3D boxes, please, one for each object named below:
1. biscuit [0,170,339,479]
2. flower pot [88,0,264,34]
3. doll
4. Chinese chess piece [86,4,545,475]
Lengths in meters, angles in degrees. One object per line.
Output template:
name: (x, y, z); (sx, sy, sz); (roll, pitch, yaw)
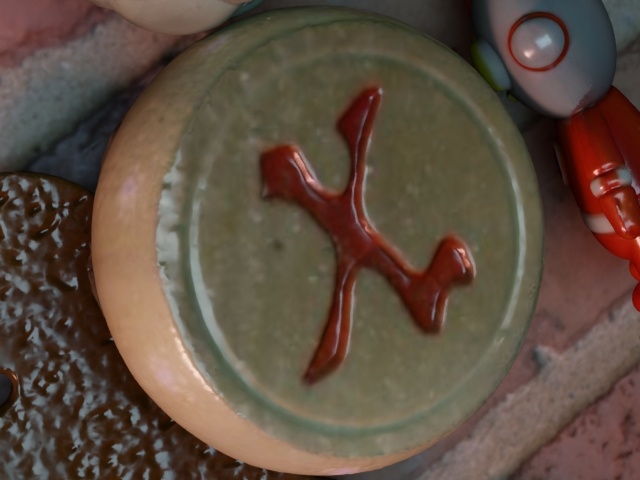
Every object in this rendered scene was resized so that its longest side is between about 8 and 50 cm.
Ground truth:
biscuit: (-0.142, 0.135, 1.246); (0.283, 0.064, 0.432); (-40, 105, -20)
flower pot: (-0.095, -0.263, 1.134); (0.246, 0.195, 0.246); (0, 92, -15)
doll: (0.191, -0.104, 1.262); (0.105, 0.200, 0.336); (-25, 104, 17)
Chinese chess piece: (0.000, 0.000, 1.202); (0.338, 0.140, 0.338); (1, 88, -26)
